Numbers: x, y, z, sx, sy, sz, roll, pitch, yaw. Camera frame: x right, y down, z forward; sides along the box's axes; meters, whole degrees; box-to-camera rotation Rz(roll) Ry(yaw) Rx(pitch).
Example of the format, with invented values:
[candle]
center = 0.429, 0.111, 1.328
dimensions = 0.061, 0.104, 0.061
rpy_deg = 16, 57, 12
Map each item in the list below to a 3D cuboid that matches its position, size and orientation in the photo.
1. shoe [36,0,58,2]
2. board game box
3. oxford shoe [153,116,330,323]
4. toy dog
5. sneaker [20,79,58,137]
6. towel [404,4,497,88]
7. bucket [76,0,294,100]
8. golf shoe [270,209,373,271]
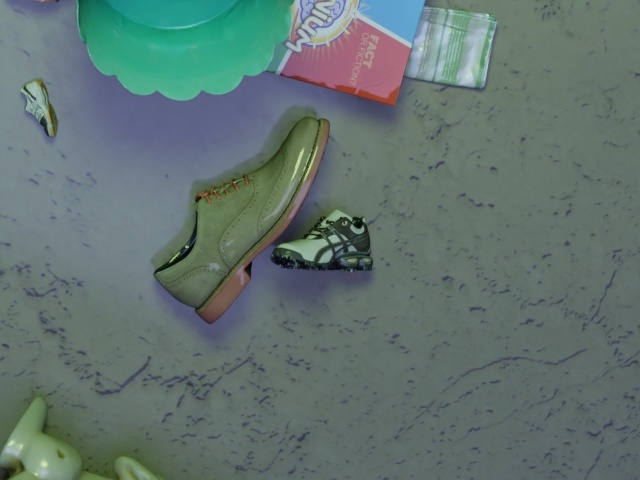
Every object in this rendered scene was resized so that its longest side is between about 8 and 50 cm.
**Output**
[shoe]
center = -0.349, -0.370, 1.825
dimensions = 0.177, 0.063, 0.081
rpy_deg = 3, 105, -6
[board game box]
center = -0.014, -0.349, 1.880
dimensions = 0.316, 0.064, 0.242
rpy_deg = 13, 101, -10
[oxford shoe]
center = -0.113, -0.048, 1.920
dimensions = 0.130, 0.123, 0.348
rpy_deg = 33, 95, -11
[toy dog]
center = -0.298, 0.447, 1.880
dimensions = 0.407, 0.395, 0.285
rpy_deg = 26, 89, -7
[sneaker]
center = -0.401, -0.185, 1.880
dimensions = 0.036, 0.032, 0.083
rpy_deg = -15, 102, 8
[towel]
center = 0.182, -0.290, 1.962
dimensions = 0.152, 0.023, 0.113
rpy_deg = 7, 102, -12
[bucket]
center = -0.181, -0.338, 1.694
dimensions = 0.281, 0.183, 0.281
rpy_deg = -7, 127, -9
[golf shoe]
center = 0.000, 0.000, 1.951
dimensions = 0.198, 0.077, 0.094
rpy_deg = 1, 93, -51
